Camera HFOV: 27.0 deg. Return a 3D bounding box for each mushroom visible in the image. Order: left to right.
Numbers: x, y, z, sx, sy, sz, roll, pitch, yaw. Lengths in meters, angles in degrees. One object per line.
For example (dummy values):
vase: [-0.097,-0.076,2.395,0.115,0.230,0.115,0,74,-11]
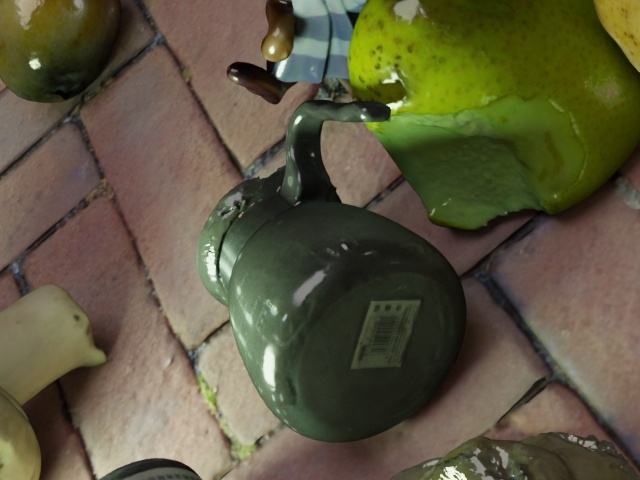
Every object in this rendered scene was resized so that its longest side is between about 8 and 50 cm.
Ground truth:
mushroom: [-0.417,0.188,1.541,0.314,0.314,0.336,21,49,42]

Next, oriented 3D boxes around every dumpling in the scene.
dumpling: [0.200,0.236,1.171,0.332,0.086,0.166,25,80,38]

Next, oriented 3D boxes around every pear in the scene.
pear: [0.161,-0.159,1.326,0.286,0.282,0.176,-13,47,29]

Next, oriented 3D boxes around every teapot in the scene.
teapot: [-0.019,0.014,1.341,0.223,0.305,0.285,-27,36,-15]

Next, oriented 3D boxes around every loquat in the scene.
loquat: [-0.377,-0.305,1.879,0.179,0.179,0.227,9,75,39]

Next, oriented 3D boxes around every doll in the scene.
doll: [0.065,-0.283,1.479,0.318,0.340,0.209,-27,75,-30]

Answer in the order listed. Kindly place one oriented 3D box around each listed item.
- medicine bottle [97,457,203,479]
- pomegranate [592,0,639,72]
medicine bottle: [-0.126,0.347,1.270,0.165,0.165,0.273,-47,45,0]
pomegranate: [0.396,-0.248,1.224,0.307,0.307,0.307,-18,52,25]
